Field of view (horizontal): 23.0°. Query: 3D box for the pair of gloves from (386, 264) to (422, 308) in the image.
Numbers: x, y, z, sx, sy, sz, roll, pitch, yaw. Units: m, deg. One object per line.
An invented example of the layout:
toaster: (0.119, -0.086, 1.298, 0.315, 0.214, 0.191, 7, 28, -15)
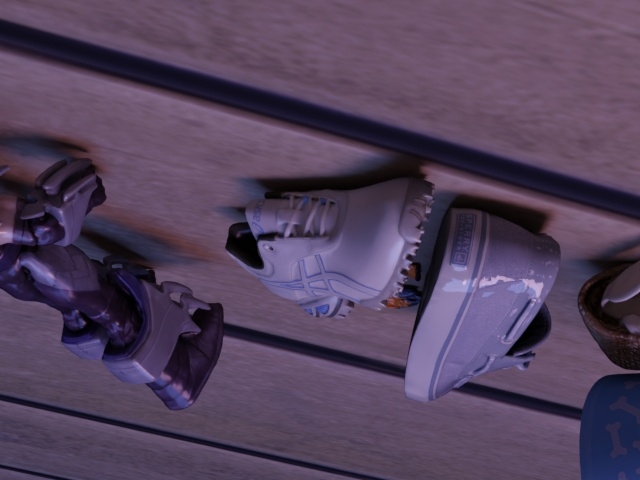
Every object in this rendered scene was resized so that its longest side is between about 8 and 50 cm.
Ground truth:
pair of gloves: (0.030, 0.027, 1.023, 0.074, 0.010, 0.083, 7, 160, 9)

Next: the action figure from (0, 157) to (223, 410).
action figure: (-0.185, 0.008, 0.954, 0.185, 0.099, 0.285, 3, 157, 40)

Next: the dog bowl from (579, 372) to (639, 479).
dog bowl: (0.257, 0.146, 0.958, 0.074, 0.166, 0.297, -20, 171, 33)

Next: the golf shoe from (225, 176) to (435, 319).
golf shoe: (0.000, 0.000, 0.881, 0.086, 0.069, 0.176, 22, 157, -16)

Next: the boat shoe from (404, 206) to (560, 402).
boat shoe: (0.099, 0.051, 0.951, 0.081, 0.079, 0.227, 13, 158, 3)

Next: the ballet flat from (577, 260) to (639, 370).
ballet flat: (0.222, 0.032, 0.861, 0.067, 0.073, 0.206, 37, 146, -26)
